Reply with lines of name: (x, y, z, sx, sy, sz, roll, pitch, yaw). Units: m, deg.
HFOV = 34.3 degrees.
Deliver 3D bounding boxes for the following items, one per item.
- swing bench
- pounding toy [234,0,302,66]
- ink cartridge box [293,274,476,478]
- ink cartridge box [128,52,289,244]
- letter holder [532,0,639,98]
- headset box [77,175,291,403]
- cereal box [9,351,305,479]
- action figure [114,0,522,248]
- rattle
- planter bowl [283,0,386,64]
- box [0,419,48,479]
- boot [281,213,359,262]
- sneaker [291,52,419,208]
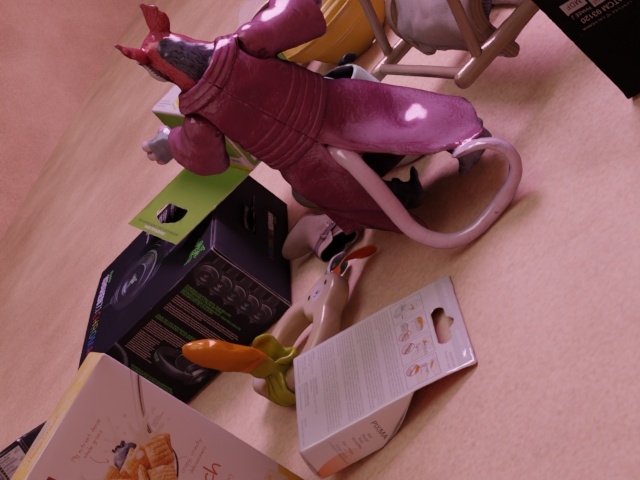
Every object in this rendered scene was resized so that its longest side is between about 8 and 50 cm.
swing bench: (0.174, -0.301, 1.149, 0.254, 0.165, 0.253, -31, 19, -11)
pounding toy: (-0.045, -0.334, 1.761, 0.154, 0.155, 0.270, -8, 53, 21)
ink cartridge box: (0.060, 0.123, 0.959, 0.179, 0.045, 0.145, -28, 28, 12)
ink cartridge box: (-0.152, -0.128, 1.303, 0.255, 0.097, 0.188, -48, 28, -14)
letter holder: (0.343, -0.295, 0.850, 0.301, 0.152, 0.214, -28, 32, 46)
headset box: (-0.165, 0.056, 1.346, 0.283, 0.131, 0.246, -42, 25, 22)
cereal box: (-0.145, 0.231, 0.912, 0.047, 0.240, 0.173, -6, 51, 61)
action figure: (-0.034, -0.107, 1.024, 0.248, 0.370, 0.276, -58, 28, 18)
rattle: (-0.041, 0.063, 1.099, 0.200, 0.142, 0.130, -63, 5, -8)
planter bowl: (0.035, -0.335, 1.576, 0.217, 0.090, 0.217, -42, 26, 26)
box: (-0.376, 0.285, 1.393, 0.270, 0.060, 0.216, -35, -1, 37)
boot: (0.000, 0.000, 1.226, 0.118, 0.042, 0.087, -46, 26, 19)
sneaker: (0.009, -0.133, 1.257, 0.256, 0.151, 0.094, -27, 36, 49)
